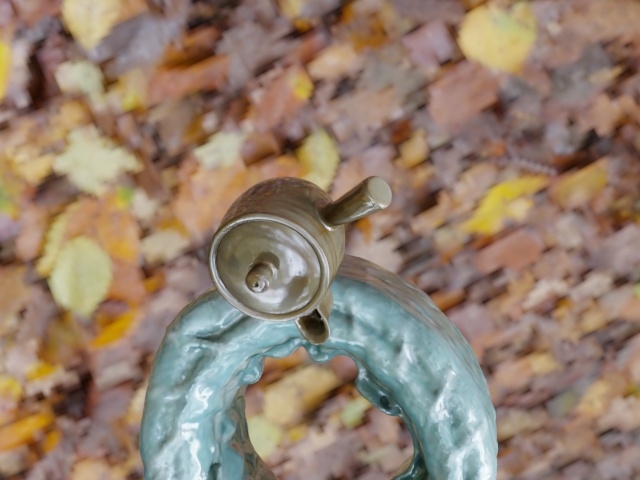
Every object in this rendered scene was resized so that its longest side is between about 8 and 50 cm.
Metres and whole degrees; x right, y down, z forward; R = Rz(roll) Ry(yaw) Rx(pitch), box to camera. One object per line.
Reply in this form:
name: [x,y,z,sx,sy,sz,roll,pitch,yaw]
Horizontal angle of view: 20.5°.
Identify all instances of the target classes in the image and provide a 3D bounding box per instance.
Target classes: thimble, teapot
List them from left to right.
teapot: [0.000,0.000,0.923,0.110,0.085,0.080,-32,-163,29]
thimble: [0.006,0.121,1.071,0.198,0.235,0.143,-34,179,10]
